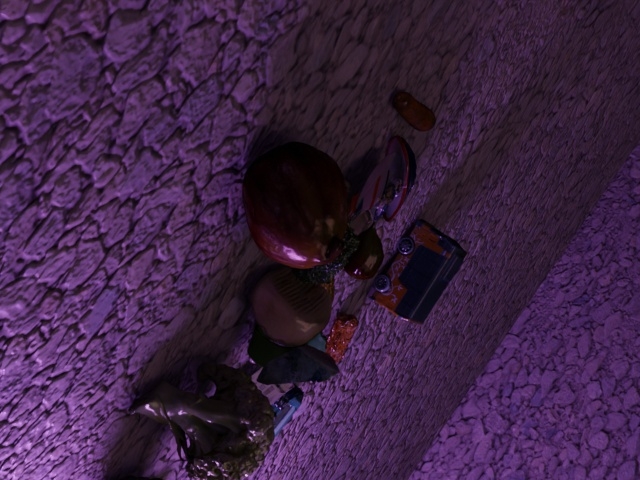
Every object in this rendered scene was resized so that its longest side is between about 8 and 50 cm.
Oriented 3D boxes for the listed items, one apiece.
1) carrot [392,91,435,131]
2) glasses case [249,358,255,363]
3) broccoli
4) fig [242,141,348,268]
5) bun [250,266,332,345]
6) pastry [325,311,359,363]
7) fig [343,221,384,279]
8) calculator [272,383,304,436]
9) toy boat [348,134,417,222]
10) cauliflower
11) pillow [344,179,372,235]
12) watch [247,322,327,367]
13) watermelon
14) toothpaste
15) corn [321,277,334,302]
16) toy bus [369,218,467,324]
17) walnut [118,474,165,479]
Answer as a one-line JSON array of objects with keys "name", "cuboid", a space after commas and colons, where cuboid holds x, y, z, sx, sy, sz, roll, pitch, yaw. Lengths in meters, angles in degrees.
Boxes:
[{"name": "carrot", "cuboid": [0.219, -0.302, 1.760, 0.186, 0.060, 0.060, 17, 105, -58]}, {"name": "glasses case", "cuboid": [-0.145, 0.288, 1.842, 0.083, 0.021, 0.032, 11, 109, -59]}, {"name": "broccoli", "cuboid": [0.000, 0.000, 1.616, 0.156, 0.195, 0.195, -12, 129, -57]}, {"name": "fig", "cuboid": [-0.047, -0.067, 1.439, 0.224, 0.224, 0.263, 84, 5, -49]}, {"name": "bun", "cuboid": [-0.070, 0.152, 1.684, 0.128, 0.178, 0.193, -50, 171, 29]}, {"name": "pastry", "cuboid": [0.051, 0.269, 2.082, 0.087, 0.063, 0.169, -5, 129, -44]}, {"name": "fig", "cuboid": [0.115, 0.024, 1.892, 0.109, 0.103, 0.155, -110, -143, -81]}, {"name": "calculator", "cuboid": [-0.161, 0.463, 1.958, 0.248, 0.058, 0.274, -51, 149, -11]}, {"name": "toy boat", "cuboid": [0.144, -0.144, 1.766, 0.318, 0.072, 0.219, 0, 108, -62]}, {"name": "cauliflower", "cuboid": [-0.224, 0.374, 1.604, 0.281, 0.327, 0.260, 56, 45, -13]}, {"name": "pillow", "cuboid": [0.056, -0.057, 1.762, 0.119, 0.053, 0.208, -52, 149, -7]}, {"name": "watch", "cuboid": [-0.079, 0.244, 1.750, 0.152, 0.165, 0.131, -25, 138, -68]}, {"name": "watermelon", "cuboid": [-0.053, 0.274, 1.648, 0.180, 0.094, 0.081, -8, 89, -13]}, {"name": "toothpaste", "cuboid": [-0.198, 0.404, 1.816, 0.282, 0.068, 0.099, -39, 142, -16]}, {"name": "corn", "cuboid": [-0.003, 0.090, 1.799, 0.080, 0.080, 0.238, -33, 141, -35]}, {"name": "toy bus", "cuboid": [0.284, 0.093, 2.139, 0.275, 0.167, 0.138, -59, 150, 4]}, {"name": "walnut", "cuboid": [-0.389, 0.615, 1.603, 0.224, 0.224, 0.224, -37, 146, -31]}]
